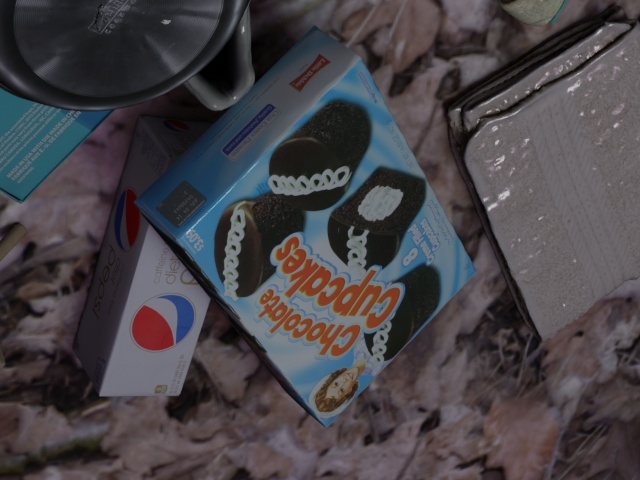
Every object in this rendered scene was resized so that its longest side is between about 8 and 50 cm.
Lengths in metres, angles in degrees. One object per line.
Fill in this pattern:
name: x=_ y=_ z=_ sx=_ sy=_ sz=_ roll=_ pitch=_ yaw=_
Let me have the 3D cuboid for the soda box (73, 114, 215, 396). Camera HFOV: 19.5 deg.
soda box: x=-0.124 y=0.015 z=1.438 sx=0.074 sy=0.069 sz=0.216 roll=3 pitch=120 yaw=-30

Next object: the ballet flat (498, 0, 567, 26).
ballet flat: x=0.193 y=-0.243 z=1.448 sx=0.052 sy=0.057 sz=0.168 roll=18 pitch=111 yaw=-26

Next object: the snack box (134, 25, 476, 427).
snack box: x=0.000 y=0.000 z=1.438 sx=0.187 sy=0.060 sz=0.322 roll=-45 pitch=145 yaw=-8

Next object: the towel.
towel: x=0.224 y=-0.051 z=1.598 sx=0.187 sy=0.049 sz=0.282 roll=-32 pitch=131 yaw=-5

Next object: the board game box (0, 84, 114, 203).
board game box: x=-0.227 y=-0.197 z=1.112 sx=0.254 sy=0.079 sz=0.336 roll=-43 pitch=132 yaw=17

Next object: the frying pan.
frying pan: x=-0.151 y=-0.187 z=1.068 sx=0.197 sy=0.053 sz=0.326 roll=-30 pitch=138 yaw=4

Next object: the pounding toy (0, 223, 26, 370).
pounding toy: x=-0.284 y=0.051 z=1.347 sx=0.141 sy=0.130 sz=0.100 roll=15 pitch=125 yaw=-35

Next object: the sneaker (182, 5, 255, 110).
sneaker: x=-0.095 y=-0.205 z=1.270 sx=0.099 sy=0.121 sz=0.262 roll=-28 pitch=129 yaw=-9
